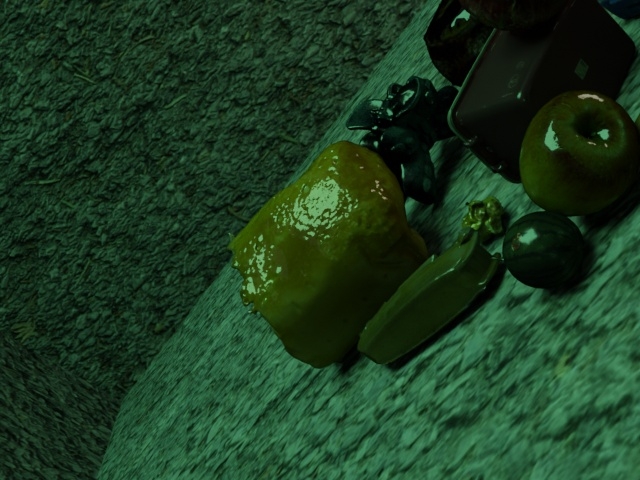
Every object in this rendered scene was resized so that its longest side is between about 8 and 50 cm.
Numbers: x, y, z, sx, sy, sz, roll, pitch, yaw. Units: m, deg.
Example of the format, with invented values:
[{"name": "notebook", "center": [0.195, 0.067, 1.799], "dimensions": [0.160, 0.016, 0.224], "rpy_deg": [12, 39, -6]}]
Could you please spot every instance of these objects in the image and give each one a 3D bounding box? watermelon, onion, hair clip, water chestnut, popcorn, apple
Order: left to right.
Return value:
[{"name": "hair clip", "center": [0.183, -0.224, 1.700], "dimensions": [0.194, 0.206, 0.310], "rpy_deg": [-10, 44, 44]}, {"name": "popcorn", "center": [0.280, -0.031, 1.333], "dimensions": [0.084, 0.084, 0.084], "rpy_deg": [-50, 16, 20]}, {"name": "water chestnut", "center": [0.337, -0.472, 1.599], "dimensions": [0.350, 0.302, 0.350], "rpy_deg": [-45, 20, 22]}, {"name": "onion", "center": [0.298, -0.391, 1.241], "dimensions": [0.184, 0.184, 0.147], "rpy_deg": [-62, -20, -23]}, {"name": "watermelon", "center": [0.289, 0.015, 1.083], "dimensions": [0.133, 0.105, 0.105], "rpy_deg": [-15, 40, 42]}, {"name": "apple", "center": [0.344, -0.113, 1.090], "dimensions": [0.147, 0.146, 0.163], "rpy_deg": [95, 167, -68]}]

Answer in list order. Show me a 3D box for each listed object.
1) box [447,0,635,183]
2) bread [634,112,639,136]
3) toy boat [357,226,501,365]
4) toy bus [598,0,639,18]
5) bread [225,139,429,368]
[{"name": "box", "center": [0.362, -0.255, 1.292], "dimensions": [0.294, 0.193, 0.167], "rpy_deg": [-60, 21, -18]}, {"name": "bread", "center": [0.460, -0.173, 1.055], "dimensions": [0.115, 0.056, 0.082], "rpy_deg": [-51, 16, 17]}, {"name": "toy boat", "center": [0.169, 0.099, 1.328], "dimensions": [0.321, 0.089, 0.121], "rpy_deg": [-47, 11, 35]}, {"name": "toy bus", "center": [0.546, -0.430, 1.291], "dimensions": [0.094, 0.079, 0.236], "rpy_deg": [-59, 15, -10]}, {"name": "bread", "center": [0.000, 0.000, 1.551], "dimensions": [0.394, 0.250, 0.361], "rpy_deg": [-49, 49, 22]}]
